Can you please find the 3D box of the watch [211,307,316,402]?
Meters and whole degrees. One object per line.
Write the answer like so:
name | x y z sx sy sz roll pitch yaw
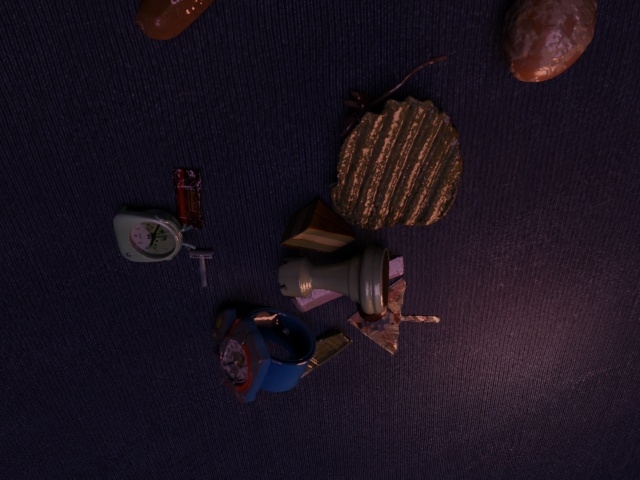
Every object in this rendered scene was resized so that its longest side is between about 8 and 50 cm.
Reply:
watch | -0.180 0.316 1.547 0.275 0.305 0.241 -3 131 -40

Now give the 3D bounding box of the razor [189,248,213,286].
razor | -0.349 0.083 1.484 0.068 0.040 0.134 2 128 -6

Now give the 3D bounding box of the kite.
kite | 0.243 0.257 1.661 0.315 0.011 0.334 -1 122 -5

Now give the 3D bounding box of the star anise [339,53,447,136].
star anise | 0.176 -0.329 1.194 0.228 0.218 0.148 -6 135 50

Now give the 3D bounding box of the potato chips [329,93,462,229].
potato chips | 0.206 -0.180 1.310 0.359 0.070 0.428 -1 134 -15

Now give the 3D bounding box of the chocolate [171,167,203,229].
chocolate | -0.358 -0.110 1.363 0.086 0.028 0.182 5 125 2

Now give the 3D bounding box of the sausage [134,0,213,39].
sausage | -0.212 -0.612 1.008 0.136 0.123 0.500 31 115 -20

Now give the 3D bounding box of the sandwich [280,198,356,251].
sandwich | 0.000 0.000 1.388 0.117 0.144 0.187 -29 121 33

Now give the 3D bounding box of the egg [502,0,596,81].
egg | 0.509 -0.472 1.130 0.195 0.195 0.233 13 107 -14

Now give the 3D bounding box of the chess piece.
chess piece | 0.039 0.106 1.423 0.300 0.194 0.194 1 123 14

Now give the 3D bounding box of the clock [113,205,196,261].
clock | -0.450 -0.015 1.381 0.211 0.065 0.159 3 127 -2

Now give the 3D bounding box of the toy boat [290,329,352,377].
toy boat | -0.024 0.389 1.691 0.293 0.055 0.093 -40 118 17

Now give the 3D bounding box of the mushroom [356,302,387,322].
mushroom | 0.162 0.194 1.546 0.087 0.127 0.127 8 121 -25

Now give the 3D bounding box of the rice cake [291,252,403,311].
rice cake | 0.084 0.125 1.535 0.365 0.056 0.072 -23 105 9
